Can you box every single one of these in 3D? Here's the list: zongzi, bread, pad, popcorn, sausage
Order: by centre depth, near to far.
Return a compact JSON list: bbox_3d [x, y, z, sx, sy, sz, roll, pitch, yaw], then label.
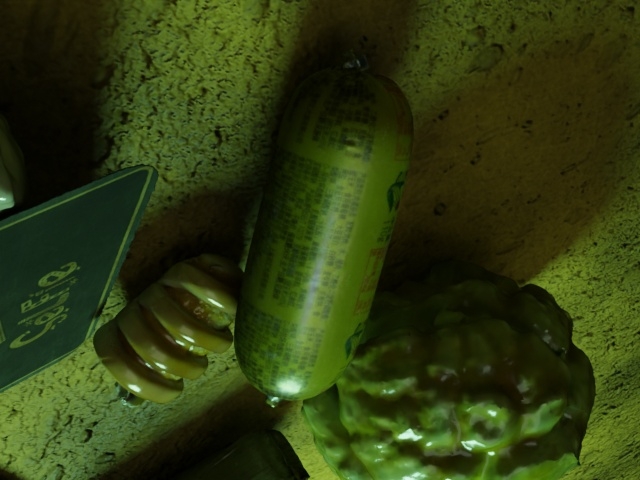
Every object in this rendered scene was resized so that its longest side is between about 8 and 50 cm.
[{"bbox_3d":[-0.222,0.081,0.658,0.315,0.063,0.375,-31,169,-35],"label":"pad"},{"bbox_3d":[0.000,0.000,0.749,0.123,0.123,0.347,5,108,-30],"label":"sausage"},{"bbox_3d":[-0.143,0.090,0.811,0.177,0.084,0.119,-44,149,2],"label":"bread"},{"bbox_3d":[0.149,0.156,0.887,0.335,0.274,0.279,-26,161,-8],"label":"popcorn"},{"bbox_3d":[-0.116,0.375,1.069,0.274,0.145,0.300,-37,152,-1],"label":"zongzi"}]

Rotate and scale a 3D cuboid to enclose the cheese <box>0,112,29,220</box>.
[{"bbox_3d":[-0.313,-0.075,0.564,0.174,0.251,0.248,-27,172,-21],"label":"cheese"}]
